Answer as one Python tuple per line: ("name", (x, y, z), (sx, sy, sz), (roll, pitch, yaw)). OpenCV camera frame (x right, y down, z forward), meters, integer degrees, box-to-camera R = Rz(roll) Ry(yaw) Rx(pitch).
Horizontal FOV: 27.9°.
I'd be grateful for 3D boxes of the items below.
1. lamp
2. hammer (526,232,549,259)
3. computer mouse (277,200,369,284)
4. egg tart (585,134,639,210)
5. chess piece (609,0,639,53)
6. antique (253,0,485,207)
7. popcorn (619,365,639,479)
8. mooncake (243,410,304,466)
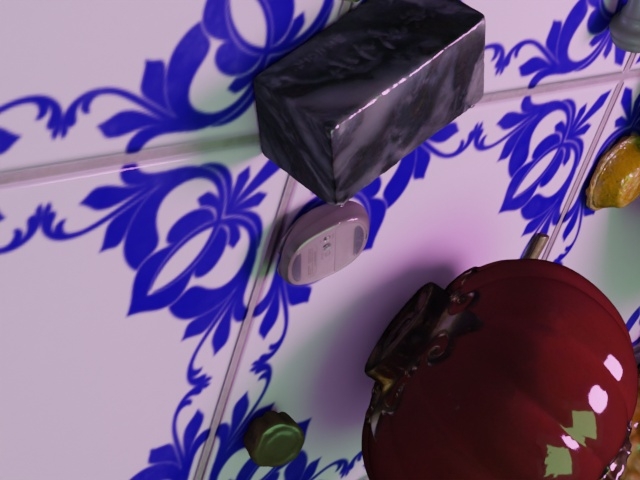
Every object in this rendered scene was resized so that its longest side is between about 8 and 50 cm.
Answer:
("lamp", (0.176, 0.160, 1.274), (0.303, 0.257, 0.303), (-50, -174, 8))
("hammer", (0.219, 0.077, 1.491), (0.062, 0.013, 0.199), (-6, 126, -51))
("computer mouse", (-0.001, -0.002, 1.100), (0.096, 0.039, 0.066), (-25, 139, -26))
("egg tart", (0.350, -0.073, 1.490), (0.105, 0.039, 0.105), (-35, 147, -28))
("chess piece", (0.318, -0.242, 1.259), (0.067, 0.067, 0.103), (-34, 136, -28))
("antique", (0.046, -0.121, 0.993), (0.183, 0.088, 0.086), (-38, 146, -25))
("popcorn", (0.561, 0.264, 1.946), (0.265, 0.225, 0.332), (-18, 123, -36))
("mooncake", (0.033, 0.225, 1.353), (0.150, 0.057, 0.347), (-37, 150, -3))
